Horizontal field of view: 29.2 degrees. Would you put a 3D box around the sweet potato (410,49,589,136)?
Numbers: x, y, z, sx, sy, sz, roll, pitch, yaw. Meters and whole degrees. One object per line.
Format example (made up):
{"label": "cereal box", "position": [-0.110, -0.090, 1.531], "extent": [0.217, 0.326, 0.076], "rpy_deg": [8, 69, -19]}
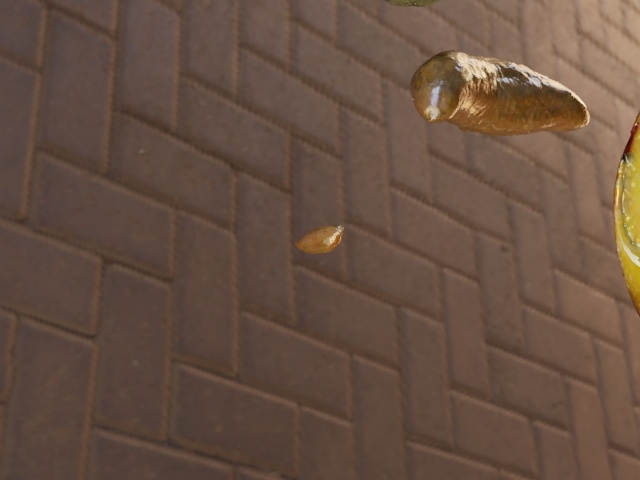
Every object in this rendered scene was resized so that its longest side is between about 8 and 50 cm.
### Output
{"label": "sweet potato", "position": [0.189, -0.162, 1.397], "extent": [0.341, 0.114, 0.092], "rpy_deg": [-1, 117, -51]}

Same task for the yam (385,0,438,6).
{"label": "yam", "position": [0.098, -0.436, 1.675], "extent": [0.271, 0.202, 0.201], "rpy_deg": [31, 52, -65]}

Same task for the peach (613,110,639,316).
{"label": "peach", "position": [0.322, -0.045, 0.964], "extent": [0.154, 0.158, 0.267], "rpy_deg": [-20, 128, -42]}

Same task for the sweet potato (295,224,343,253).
{"label": "sweet potato", "position": [0.000, 0.000, 1.576], "extent": [0.034, 0.095, 0.034], "rpy_deg": [10, 72, -35]}
